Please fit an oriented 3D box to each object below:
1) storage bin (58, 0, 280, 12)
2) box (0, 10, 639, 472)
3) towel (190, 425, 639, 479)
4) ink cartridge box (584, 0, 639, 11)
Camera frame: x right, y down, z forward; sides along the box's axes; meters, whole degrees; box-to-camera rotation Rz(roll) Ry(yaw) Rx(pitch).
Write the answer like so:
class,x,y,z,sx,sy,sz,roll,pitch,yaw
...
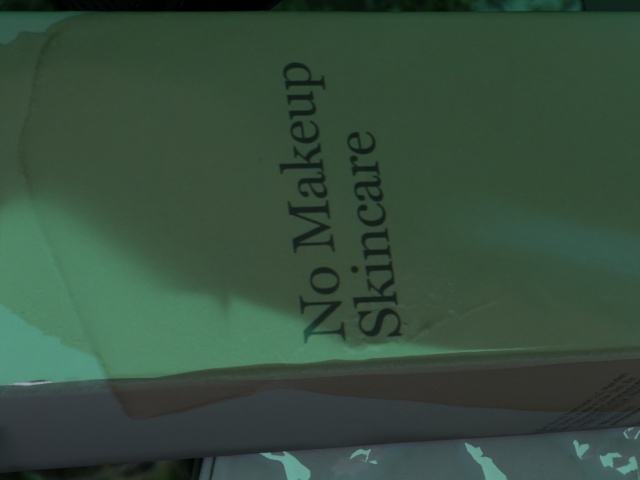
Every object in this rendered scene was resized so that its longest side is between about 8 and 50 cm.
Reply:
class,x,y,z,sx,sy,sz,roll,pitch,yaw
storage bin,-0.034,-0.163,0.718,0.084,0.122,0.180,46,65,4
box,0.000,0.000,0.612,0.311,0.121,0.148,-3,71,-16
towel,0.103,0.148,0.677,0.331,0.053,0.317,15,67,-10
ink cartridge box,0.335,-0.158,0.802,0.384,0.160,0.279,1,70,-16
